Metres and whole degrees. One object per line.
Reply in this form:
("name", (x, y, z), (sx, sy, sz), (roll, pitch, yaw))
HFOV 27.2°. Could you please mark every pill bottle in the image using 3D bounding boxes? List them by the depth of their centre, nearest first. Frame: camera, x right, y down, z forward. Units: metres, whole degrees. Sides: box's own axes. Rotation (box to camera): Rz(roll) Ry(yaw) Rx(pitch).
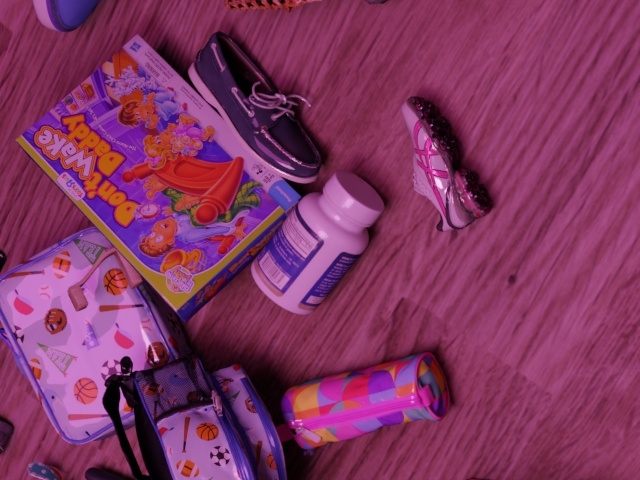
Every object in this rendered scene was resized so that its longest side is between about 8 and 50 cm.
("pill bottle", (0.000, 0.000, 1.805), (0.112, 0.112, 0.187), (45, 113, 15))

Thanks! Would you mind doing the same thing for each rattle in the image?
("rattle", (-0.358, 0.404, 2.061), (0.143, 0.130, 0.200), (-35, 54, 15))

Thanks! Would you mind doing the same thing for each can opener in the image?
("can opener", (-0.282, 0.391, 2.035), (0.186, 0.073, 0.059), (10, 140, 28))

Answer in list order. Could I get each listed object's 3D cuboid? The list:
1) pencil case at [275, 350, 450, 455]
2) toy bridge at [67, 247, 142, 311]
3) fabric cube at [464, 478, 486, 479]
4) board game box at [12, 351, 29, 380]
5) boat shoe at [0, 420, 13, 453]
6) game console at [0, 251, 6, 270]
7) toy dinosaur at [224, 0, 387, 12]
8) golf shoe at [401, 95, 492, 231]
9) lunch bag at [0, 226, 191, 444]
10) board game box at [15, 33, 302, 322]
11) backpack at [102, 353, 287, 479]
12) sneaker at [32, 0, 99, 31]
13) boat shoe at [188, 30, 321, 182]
("pencil case", (0.058, 0.224, 1.813), (0.236, 0.104, 0.104), (-20, 87, 26))
("toy bridge", (-0.275, 0.037, 1.889), (0.063, 0.188, 0.026), (61, 156, 10))
("fabric cube", (0.260, 0.468, 1.653), (0.254, 0.259, 0.258), (3, 98, 25))
("board game box", (-0.394, 0.152, 2.055), (0.168, 0.033, 0.133), (-14, 93, 6))
("boat shoe", (-0.590, 0.293, 2.178), (0.206, 0.075, 0.065), (23, 63, 28))
("game console", (-0.578, 0.039, 2.154), (0.122, 0.071, 0.107), (-60, 41, 19))
("toy dinosaur", (0.005, -0.393, 1.740), (0.322, 0.164, 0.218), (-30, 99, 5))
("golf shoe", (0.147, -0.099, 1.744), (0.086, 0.067, 0.186), (-30, 83, 28))
("lunch bag", (-0.342, 0.138, 1.967), (0.243, 0.115, 0.303), (-29, 82, 10))
("board game box", (-0.224, -0.089, 1.864), (0.233, 0.078, 0.347), (-43, 75, -8))
("backpack", (-0.156, 0.316, 1.814), (0.213, 0.263, 0.276), (-17, 131, -6))
("sneaker", (-0.261, -0.415, 1.871), (0.236, 0.130, 0.323), (28, 103, 25))
("boat shoe", (-0.081, -0.186, 1.836), (0.254, 0.095, 0.079), (51, 126, 22))
